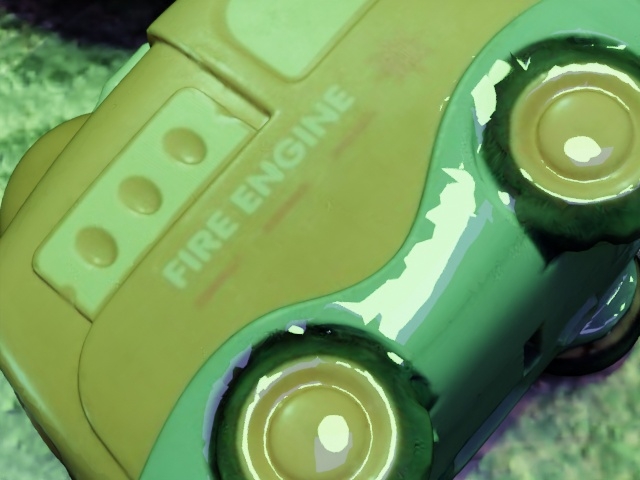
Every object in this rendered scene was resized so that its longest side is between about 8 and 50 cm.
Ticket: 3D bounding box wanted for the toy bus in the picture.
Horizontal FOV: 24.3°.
[{"bbox_3d":[0.000,0.000,0.587,0.232,0.194,0.288,36,79,20],"label":"toy bus"}]
